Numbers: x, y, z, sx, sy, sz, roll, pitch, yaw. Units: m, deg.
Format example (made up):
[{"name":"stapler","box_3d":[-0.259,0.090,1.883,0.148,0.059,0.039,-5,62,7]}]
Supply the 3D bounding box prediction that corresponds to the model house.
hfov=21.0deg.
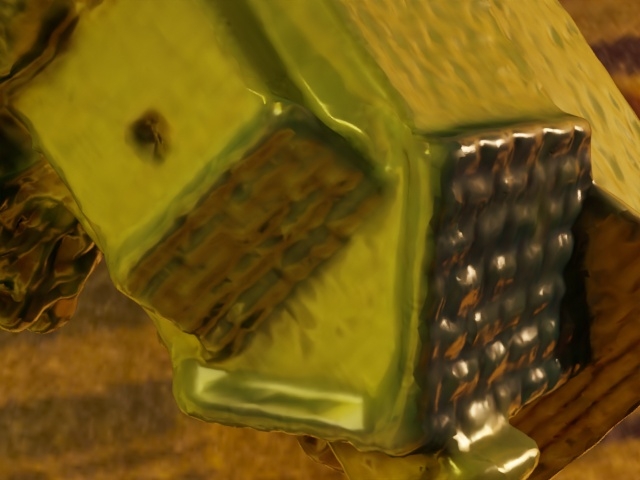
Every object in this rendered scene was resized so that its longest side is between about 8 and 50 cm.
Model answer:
[{"name":"model house","box_3d":[0.000,0.000,0.508,0.195,0.214,0.189,-46,76,24]}]
